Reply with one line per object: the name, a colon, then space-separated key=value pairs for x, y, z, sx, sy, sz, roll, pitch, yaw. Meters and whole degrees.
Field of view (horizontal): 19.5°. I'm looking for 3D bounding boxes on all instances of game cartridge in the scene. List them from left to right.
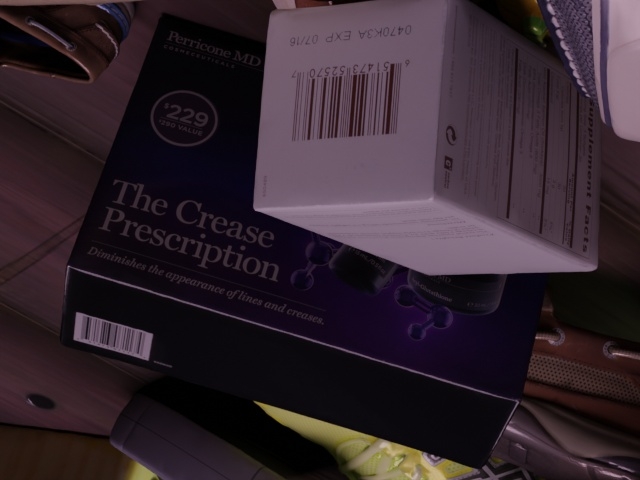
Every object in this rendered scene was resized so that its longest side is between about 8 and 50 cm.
game cartridge: x=-0.043 y=0.209 z=1.449 sx=0.198 sy=0.062 sz=0.297 roll=34 pitch=172 yaw=-33

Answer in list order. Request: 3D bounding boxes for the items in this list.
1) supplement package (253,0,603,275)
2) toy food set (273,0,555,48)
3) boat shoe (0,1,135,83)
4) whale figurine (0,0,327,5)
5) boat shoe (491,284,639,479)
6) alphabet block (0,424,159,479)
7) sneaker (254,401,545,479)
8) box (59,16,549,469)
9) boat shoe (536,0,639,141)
supplement package: x=0.060 y=-0.048 z=0.950 sx=0.105 sy=0.105 sz=0.179 roll=-3 pitch=167 yaw=32
toy food set: x=0.049 y=-0.126 z=0.984 sx=0.218 sy=0.071 sz=0.128 roll=4 pitch=147 yaw=19
boat shoe: x=-0.205 y=-0.133 z=1.093 sx=0.183 sy=0.066 sz=0.066 roll=9 pitch=148 yaw=12
whale figurine: x=-0.099 y=-0.192 z=0.893 sx=0.272 sy=0.141 sz=0.216 roll=9 pitch=159 yaw=-3
boat shoe: x=0.114 y=0.077 z=1.237 sx=0.324 sy=0.116 sz=0.123 roll=23 pitch=164 yaw=5
alphabet block: x=-0.249 y=0.297 z=1.663 sx=0.193 sy=0.197 sz=0.192 roll=6 pitch=146 yaw=16
sneaker: x=0.109 y=0.171 z=1.352 sx=0.385 sy=0.147 sz=0.145 roll=25 pitch=149 yaw=-13
box: x=0.000 y=0.000 z=1.097 sx=0.261 sy=0.184 sz=0.103 roll=16 pitch=147 yaw=-1
boat shoe: x=0.090 y=-0.186 z=0.844 sx=0.158 sy=0.127 sz=0.340 roll=10 pitch=141 yaw=22
